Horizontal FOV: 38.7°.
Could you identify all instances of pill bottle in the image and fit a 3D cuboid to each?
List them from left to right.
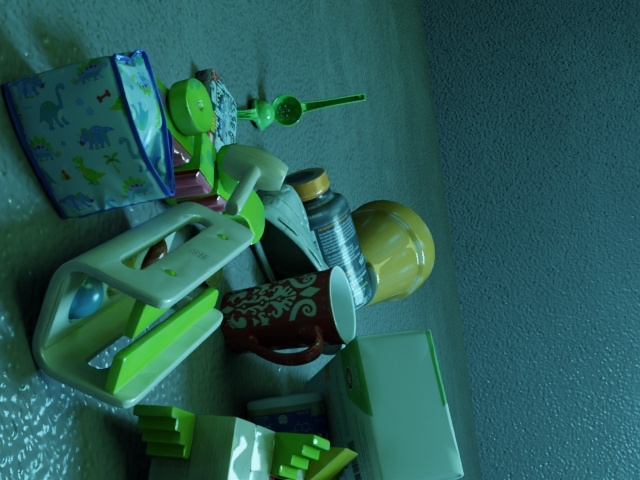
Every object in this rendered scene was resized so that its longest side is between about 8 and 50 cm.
[{"bbox_3d":[-0.039,0.314,1.294,0.112,0.112,0.186,16,65,-71],"label":"pill bottle"},{"bbox_3d":[0.000,0.000,1.580,0.130,0.131,0.245,-64,141,-63],"label":"pill bottle"}]

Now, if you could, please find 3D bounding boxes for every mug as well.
[{"bbox_3d":[-0.052,0.107,1.279,0.150,0.169,0.113,-32,111,-71],"label":"mug"}]

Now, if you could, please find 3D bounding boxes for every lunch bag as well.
[{"bbox_3d":[-0.223,-0.104,0.918,0.096,0.129,0.151,-46,123,-69],"label":"lunch bag"}]

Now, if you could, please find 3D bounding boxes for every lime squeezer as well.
[{"bbox_3d":[-0.067,-0.218,1.566,0.310,0.110,0.058,-15,113,-43],"label":"lime squeezer"}]

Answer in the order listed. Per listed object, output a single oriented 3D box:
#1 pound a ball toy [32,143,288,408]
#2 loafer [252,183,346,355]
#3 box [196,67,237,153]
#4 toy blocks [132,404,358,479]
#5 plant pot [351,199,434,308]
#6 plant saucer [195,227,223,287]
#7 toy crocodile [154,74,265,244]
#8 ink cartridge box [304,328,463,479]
[{"bbox_3d":[-0.165,0.008,0.970,0.319,0.136,0.208,-47,160,-70],"label":"pound a ball toy"},{"bbox_3d":[-0.037,0.063,1.477,0.319,0.112,0.111,64,26,-21],"label":"loafer"},{"bbox_3d":[-0.156,-0.174,1.354,0.094,0.027,0.137,53,32,-55],"label":"box"},{"bbox_3d":[-0.091,0.354,1.042,0.381,0.191,0.260,43,50,-59],"label":"toy blocks"},{"bbox_3d":[0.095,0.042,1.792,0.188,0.205,0.205,-32,112,-56],"label":"plant pot"},{"bbox_3d":[-0.158,0.024,1.249,0.083,0.015,0.083,-10,90,-73],"label":"plant saucer"},{"bbox_3d":[-0.169,-0.100,1.114,0.340,0.115,0.105,55,30,-55],"label":"toy crocodile"},{"bbox_3d":[0.078,0.262,1.289,0.278,0.117,0.201,124,-42,-64],"label":"ink cartridge box"}]
